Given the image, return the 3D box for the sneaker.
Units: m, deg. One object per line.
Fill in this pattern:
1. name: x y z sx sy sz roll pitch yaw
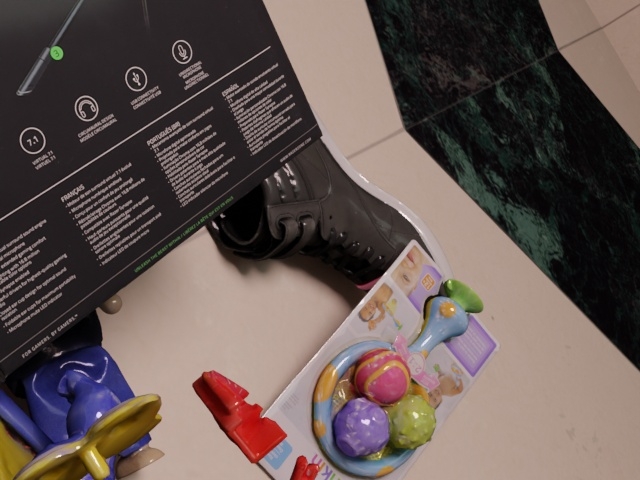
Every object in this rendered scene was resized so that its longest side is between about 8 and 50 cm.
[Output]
1. sneaker: 0.000 0.000 0.762 0.296 0.104 0.147 48 43 -10

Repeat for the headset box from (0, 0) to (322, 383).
1. headset box: -0.169 -0.117 0.457 0.246 0.131 0.283 -42 118 -33

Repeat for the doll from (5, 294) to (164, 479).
1. doll: -0.177 0.073 0.546 0.129 0.046 0.189 -25 86 -45

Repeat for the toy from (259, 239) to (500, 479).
1. toy: 0.063 0.123 0.706 0.137 0.056 0.237 50 61 -15

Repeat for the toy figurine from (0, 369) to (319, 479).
1. toy figurine: -0.178 0.185 0.410 0.362 0.217 0.191 -42 121 -9
